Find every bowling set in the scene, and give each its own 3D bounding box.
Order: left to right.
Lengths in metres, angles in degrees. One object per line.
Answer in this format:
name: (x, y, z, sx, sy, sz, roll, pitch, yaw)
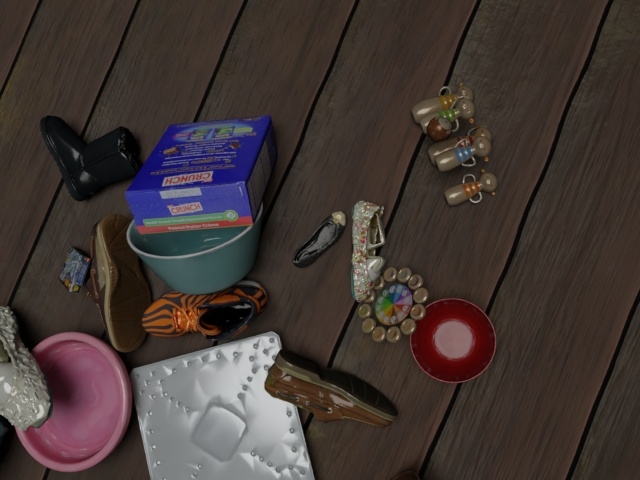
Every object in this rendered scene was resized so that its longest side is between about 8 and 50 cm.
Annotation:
bowling set: (0.317, -0.228, 1.316, 0.154, 0.200, 0.286, -21, 85, 6)

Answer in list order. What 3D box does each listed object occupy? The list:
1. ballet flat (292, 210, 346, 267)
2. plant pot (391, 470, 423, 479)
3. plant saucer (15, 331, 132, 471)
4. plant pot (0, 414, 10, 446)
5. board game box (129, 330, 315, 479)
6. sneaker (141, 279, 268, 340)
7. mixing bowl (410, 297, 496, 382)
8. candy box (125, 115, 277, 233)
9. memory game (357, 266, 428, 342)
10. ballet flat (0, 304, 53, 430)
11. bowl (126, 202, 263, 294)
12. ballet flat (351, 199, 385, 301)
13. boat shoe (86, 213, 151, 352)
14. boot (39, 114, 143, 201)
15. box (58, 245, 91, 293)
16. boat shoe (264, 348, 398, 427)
ballet flat: (0.000, 0.000, 1.418, 0.057, 0.049, 0.173, 42, 92, 11)
plant pot: (0.229, 0.649, 1.247, 0.230, 0.215, 0.215, 38, 92, -3)
plant saucer: (-0.601, 0.392, 1.458, 0.332, 0.084, 0.332, -2, 82, 16)
plant pot: (-0.899, 0.471, 1.438, 0.293, 0.293, 0.196, 41, 65, 12)
board game box: (-0.234, 0.452, 1.414, 0.390, 0.050, 0.389, -16, 82, 8)
sneaker: (-0.291, 0.171, 1.378, 0.321, 0.180, 0.124, -16, 98, 9)
mixing bowl: (0.295, 0.220, 1.313, 0.182, 0.098, 0.181, -2, 82, 14)
candy box: (-0.257, -0.158, 1.354, 0.268, 0.317, 0.122, -3, 126, 10)
memory game: (0.162, 0.145, 1.342, 0.186, 0.012, 0.186, -22, 52, 31)
ballet flat: (-0.772, 0.299, 1.408, 0.147, 0.147, 0.409, -52, 51, 2)
bowl: (-0.269, 0.010, 1.369, 0.312, 0.311, 0.163, -4, 125, 10)
ballet flat: (0.112, 0.022, 1.369, 0.077, 0.091, 0.240, -4, 81, 25)
boat shoe: (-0.520, 0.111, 1.482, 0.123, 0.123, 0.341, -14, 86, 39)
boot: (-0.584, -0.247, 1.526, 0.207, 0.094, 0.246, -25, 87, 11)
box: (-0.623, 0.072, 1.493, 0.137, 0.027, 0.093, 18, 88, 55)
boat shoe: (0.021, 0.356, 1.343, 0.307, 0.111, 0.104, 26, 100, 0)
